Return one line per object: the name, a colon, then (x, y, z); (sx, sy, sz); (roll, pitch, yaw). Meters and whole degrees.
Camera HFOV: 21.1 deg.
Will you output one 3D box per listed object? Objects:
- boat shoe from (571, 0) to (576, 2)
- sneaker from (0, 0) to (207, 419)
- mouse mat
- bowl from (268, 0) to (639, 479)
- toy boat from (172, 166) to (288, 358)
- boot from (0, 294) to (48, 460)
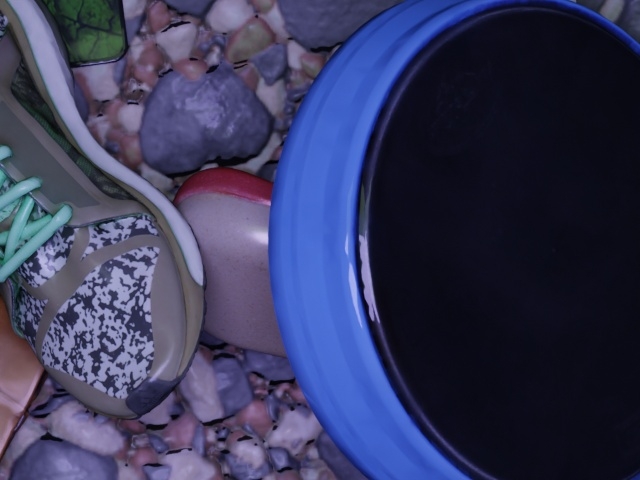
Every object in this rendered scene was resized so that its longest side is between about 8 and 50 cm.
boat shoe: (0.146, -0.240, 1.361); (0.088, 0.096, 0.267); (-4, 87, -7)
sneaker: (-0.236, -0.042, 1.217); (0.158, 0.182, 0.410); (-45, 64, 19)
mouse mat: (-0.240, -0.226, 1.387); (0.153, 0.007, 0.189); (-7, 78, -3)
bowl: (0.144, 0.009, 1.211); (0.391, 0.077, 0.391); (5, 82, -36)
toy boat: (0.000, 0.000, 1.298); (0.231, 0.151, 0.151); (13, 48, 0)
boot: (-0.367, 0.110, 1.293); (0.280, 0.096, 0.264); (33, 72, -3)
